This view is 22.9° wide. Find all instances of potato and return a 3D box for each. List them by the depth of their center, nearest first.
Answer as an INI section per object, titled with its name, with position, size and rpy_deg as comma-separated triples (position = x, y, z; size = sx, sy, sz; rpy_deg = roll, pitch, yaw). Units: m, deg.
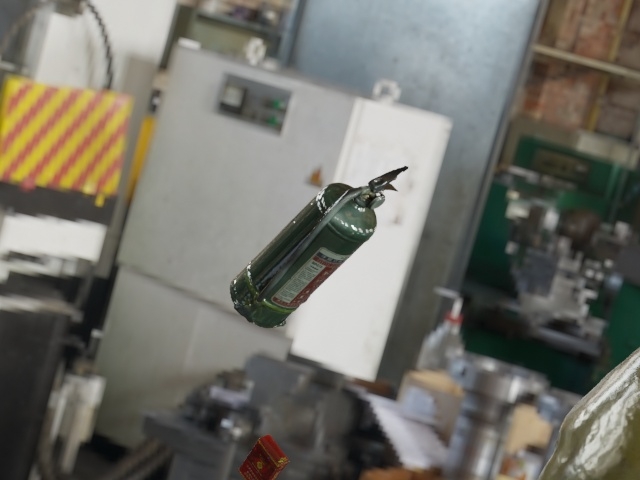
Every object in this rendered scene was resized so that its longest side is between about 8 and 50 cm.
[potato]
position = 0.401, 0.258, 1.863
size = 0.243, 0.326, 0.221
rpy_deg = 32, 14, -43

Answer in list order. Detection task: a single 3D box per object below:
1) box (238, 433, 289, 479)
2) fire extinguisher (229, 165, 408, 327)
[box]
position = -0.082, 0.325, 2.281
size = 0.023, 0.082, 0.051
rpy_deg = -17, 59, -44
[fire extinguisher]
position = 0.000, 0.000, 2.043
size = 0.118, 0.294, 0.093
rpy_deg = -10, 62, -51
